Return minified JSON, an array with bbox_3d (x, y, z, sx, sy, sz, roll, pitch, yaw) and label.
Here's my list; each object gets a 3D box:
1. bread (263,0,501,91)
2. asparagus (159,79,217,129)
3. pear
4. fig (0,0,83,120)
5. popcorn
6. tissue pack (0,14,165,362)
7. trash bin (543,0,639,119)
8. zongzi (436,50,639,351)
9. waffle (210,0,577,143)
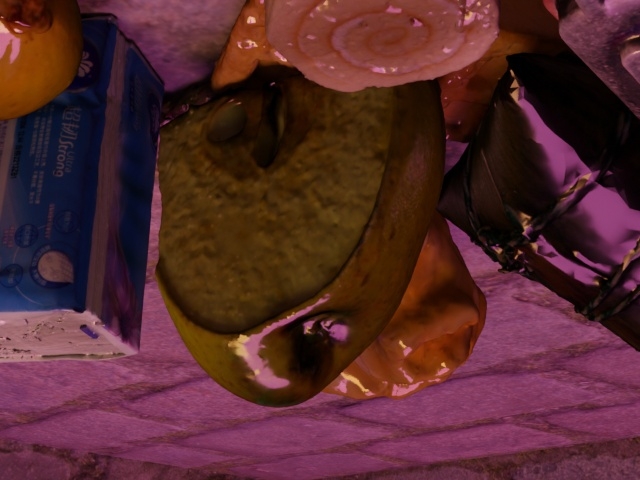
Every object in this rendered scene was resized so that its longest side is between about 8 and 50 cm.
[{"bbox_3d":[0.036,-0.187,0.603,0.148,0.141,0.134,-14,154,31],"label":"bread"},{"bbox_3d":[-0.128,-0.127,0.903,0.165,0.030,0.036,-16,176,32],"label":"asparagus"},{"bbox_3d":[0.000,0.000,0.767,0.238,0.255,0.164,-15,152,24],"label":"pear"},{"bbox_3d":[-0.245,-0.158,0.707,0.136,0.120,0.153,-9,147,-31],"label":"fig"},{"bbox_3d":[0.036,0.024,1.023,0.316,0.281,0.297,16,137,52],"label":"popcorn"},{"bbox_3d":[-0.254,-0.037,0.820,0.198,0.263,0.146,-4,157,14],"label":"tissue pack"},{"bbox_3d":[0.197,-0.190,0.462,0.161,0.238,0.184,-13,156,37],"label":"trash bin"},{"bbox_3d":[0.314,-0.071,0.780,0.384,0.362,0.319,31,171,-1],"label":"zongzi"},{"bbox_3d":[0.060,-0.157,0.785,0.274,0.057,0.168,8,156,-18],"label":"waffle"}]
